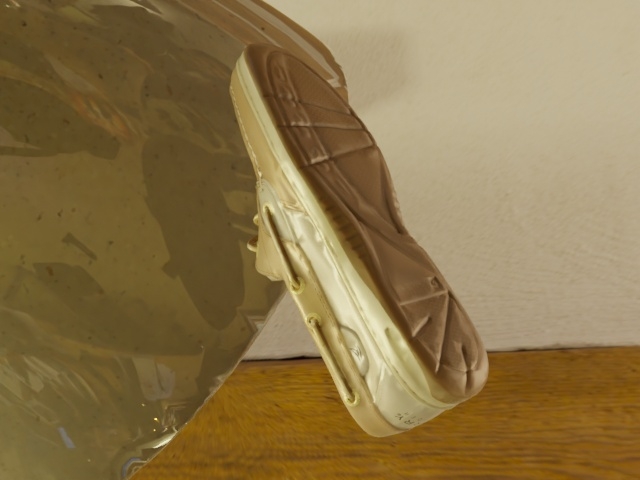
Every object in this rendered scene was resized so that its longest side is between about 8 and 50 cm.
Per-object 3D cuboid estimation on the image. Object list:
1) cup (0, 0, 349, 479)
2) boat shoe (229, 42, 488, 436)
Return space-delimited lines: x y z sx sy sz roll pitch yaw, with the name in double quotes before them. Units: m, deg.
"cup" -0.186 -0.048 0.697 0.237 0.331 0.331 39 -98 -29
"boat shoe" 0.000 0.000 0.539 0.059 0.063 0.170 -41 -115 32
